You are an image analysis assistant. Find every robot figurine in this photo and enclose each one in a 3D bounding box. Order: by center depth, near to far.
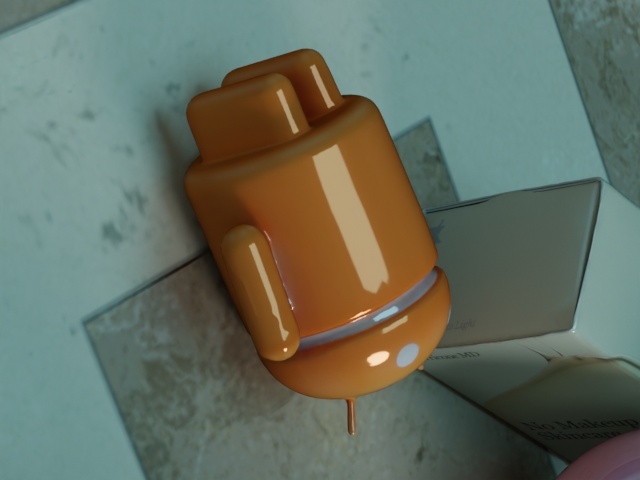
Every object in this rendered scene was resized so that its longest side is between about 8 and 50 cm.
[{"bbox_3d":[0.001,-0.001,1.152,0.128,0.158,0.219,-23,104,-4],"label":"robot figurine"}]

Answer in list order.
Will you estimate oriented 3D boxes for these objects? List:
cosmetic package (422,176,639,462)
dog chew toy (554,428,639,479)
[{"bbox_3d":[0.212,0.082,1.327,0.309,0.160,0.113,32,62,-36],"label":"cosmetic package"},{"bbox_3d":[0.244,0.260,1.287,0.332,0.206,0.206,65,40,-55],"label":"dog chew toy"}]
